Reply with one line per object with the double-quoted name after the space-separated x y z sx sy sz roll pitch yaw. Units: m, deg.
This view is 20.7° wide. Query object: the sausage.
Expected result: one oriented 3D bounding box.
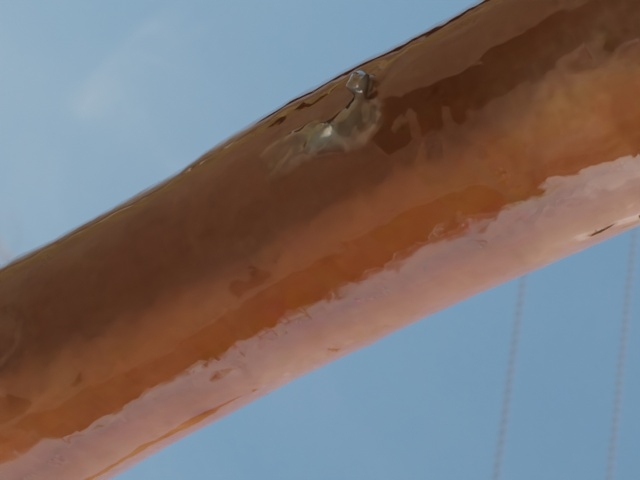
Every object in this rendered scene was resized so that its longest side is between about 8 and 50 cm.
0.000 0.000 0.585 0.419 0.094 0.094 -27 -101 17 "sausage"
